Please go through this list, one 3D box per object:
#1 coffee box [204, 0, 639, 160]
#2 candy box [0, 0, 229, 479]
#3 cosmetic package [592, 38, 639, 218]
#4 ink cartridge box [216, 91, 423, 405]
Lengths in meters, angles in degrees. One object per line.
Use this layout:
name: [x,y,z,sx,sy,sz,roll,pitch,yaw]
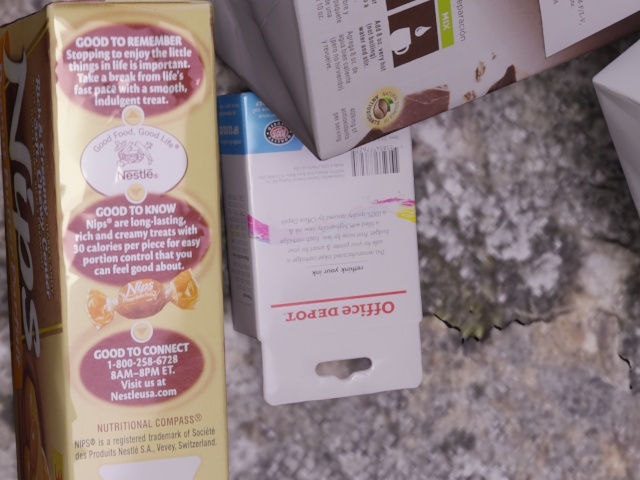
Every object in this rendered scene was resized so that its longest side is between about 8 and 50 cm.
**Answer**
coffee box: [0.086,-0.178,0.864,0.297,0.168,0.118,-23,130,-16]
candy box: [-0.113,0.038,0.816,0.088,0.183,0.316,-3,95,-20]
cosmetic package: [0.329,0.005,0.909,0.217,0.156,0.385,-38,129,-14]
ink cartridge box: [0.000,0.000,0.917,0.104,0.061,0.181,-5,95,-18]
